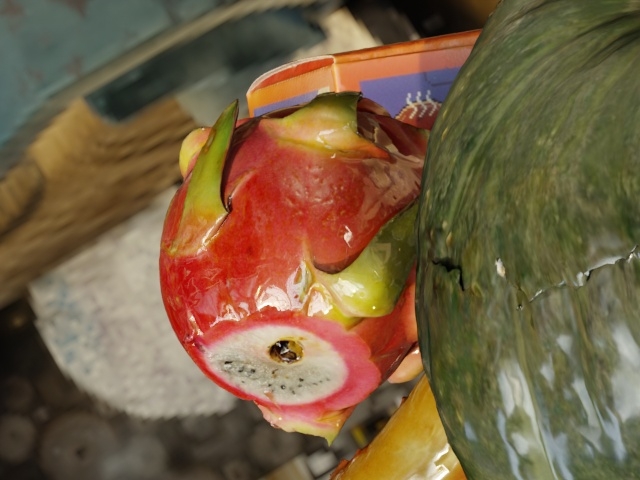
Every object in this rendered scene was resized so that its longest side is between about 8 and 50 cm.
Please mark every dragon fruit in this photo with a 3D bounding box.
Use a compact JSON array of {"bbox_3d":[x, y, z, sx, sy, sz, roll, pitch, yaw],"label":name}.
[{"bbox_3d":[-0.002,0.003,1.296,0.224,0.224,0.227,-40,-147,54],"label":"dragon fruit"}]

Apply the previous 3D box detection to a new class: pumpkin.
[{"bbox_3d":[0.189,-0.009,0.686,0.327,0.257,0.291,-20,-153,37],"label":"pumpkin"}]

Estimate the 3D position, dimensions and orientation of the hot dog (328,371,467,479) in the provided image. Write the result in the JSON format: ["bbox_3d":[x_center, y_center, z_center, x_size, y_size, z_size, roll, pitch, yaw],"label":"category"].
[{"bbox_3d":[0.115,0.108,1.030,0.349,0.158,0.117,-51,-164,19],"label":"hot dog"}]

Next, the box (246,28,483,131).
[{"bbox_3d":[0.144,-0.064,1.769,0.348,0.257,0.318,-9,-179,-14],"label":"box"}]
